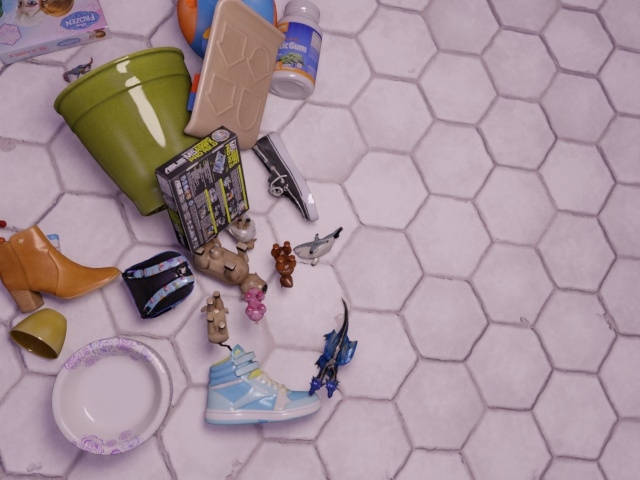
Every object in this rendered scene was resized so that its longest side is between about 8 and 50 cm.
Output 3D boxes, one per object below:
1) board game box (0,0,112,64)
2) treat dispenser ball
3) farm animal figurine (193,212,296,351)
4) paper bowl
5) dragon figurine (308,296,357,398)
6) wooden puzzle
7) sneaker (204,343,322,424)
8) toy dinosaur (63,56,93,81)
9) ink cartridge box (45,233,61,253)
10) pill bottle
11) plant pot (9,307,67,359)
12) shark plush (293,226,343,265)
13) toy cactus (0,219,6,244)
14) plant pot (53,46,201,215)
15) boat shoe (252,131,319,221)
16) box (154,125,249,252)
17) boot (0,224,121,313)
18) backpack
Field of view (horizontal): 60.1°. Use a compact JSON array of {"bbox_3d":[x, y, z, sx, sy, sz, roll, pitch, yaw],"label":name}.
[{"bbox_3d":[-0.830,-0.717,1.645,0.318,0.066,0.318,-21,83,-12],"label":"board game box"},{"bbox_3d":[-0.269,-0.654,1.608,0.287,0.288,0.289,2,79,-9],"label":"treat dispenser ball"},{"bbox_3d":[-0.239,0.109,1.526,0.326,0.172,0.330,40,61,19],"label":"farm animal figurine"},{"bbox_3d":[-0.527,0.396,1.431,0.283,0.148,0.285,2,78,-9],"label":"paper bowl"},{"bbox_3d":[0.047,0.302,1.544,0.085,0.144,0.289,26,76,-4],"label":"dragon figurine"},{"bbox_3d":[-0.236,-0.432,1.479,0.080,0.322,0.348,22,99,20],"label":"wooden puzzle"},{"bbox_3d":[-0.157,0.383,1.506,0.318,0.127,0.209,-2,80,-10],"label":"sneaker"},{"bbox_3d":[-0.720,-0.500,1.645,0.082,0.047,0.090,-6,47,-1],"label":"toy dinosaur"},{"bbox_3d":[-0.747,0.028,1.530,0.048,0.028,0.084,-11,81,-10],"label":"ink cartridge box"},{"bbox_3d":[-0.076,-0.588,1.697,0.152,0.152,0.272,9,78,-7],"label":"pill bottle"},{"bbox_3d":[-0.723,0.235,1.452,0.134,0.134,0.095,25,52,-3],"label":"plant pot"},{"bbox_3d":[0.000,0.000,1.646,0.161,0.073,0.067,-41,57,-10],"label":"shark plush"},{"bbox_3d":[-0.935,0.002,1.436,0.112,0.181,0.219,32,70,19],"label":"toy cactus"},{"bbox_3d":[-0.454,-0.269,1.499,0.366,0.366,0.353,-29,97,-13],"label":"plant pot"},{"bbox_3d":[-0.110,-0.176,1.632,0.104,0.113,0.307,-28,82,-7],"label":"boat shoe"},{"bbox_3d":[-0.290,-0.125,1.411,0.060,0.270,0.216,33,59,25],"label":"box"},{"bbox_3d":[-0.705,0.055,1.468,0.294,0.104,0.212,-19,103,-5],"label":"boot"},{"bbox_3d":[-0.425,0.114,1.506,0.173,0.117,0.158,-28,83,-3],"label":"backpack"}]
